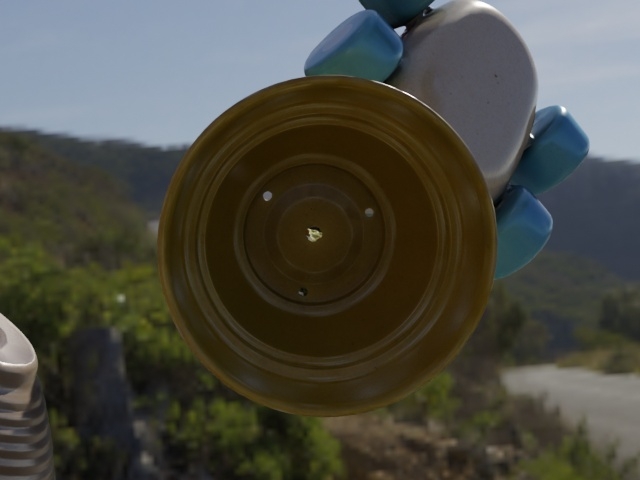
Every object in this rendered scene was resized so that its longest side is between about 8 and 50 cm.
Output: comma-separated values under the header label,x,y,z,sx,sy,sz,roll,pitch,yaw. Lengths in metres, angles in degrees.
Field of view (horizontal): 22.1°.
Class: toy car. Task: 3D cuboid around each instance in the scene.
label,x,y,z,sx,sy,sz,roll,pitch,yaw
toy car,0.046,-0.074,1.304,0.238,0.219,0.210,-28,22,41

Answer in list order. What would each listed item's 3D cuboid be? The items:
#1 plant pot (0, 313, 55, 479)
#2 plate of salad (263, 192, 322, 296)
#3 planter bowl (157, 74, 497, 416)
label,x,y,z,sx,sy,sz,roll,pitch,yaw
plant pot,-0.216,0.076,0.807,0.237,0.110,0.237,32,6,-4
plate of salad,-0.033,0.014,1.447,0.199,0.200,0.048,-3,-36,-42
planter bowl,0.000,0.000,1.073,0.217,0.217,0.090,-5,7,-7
